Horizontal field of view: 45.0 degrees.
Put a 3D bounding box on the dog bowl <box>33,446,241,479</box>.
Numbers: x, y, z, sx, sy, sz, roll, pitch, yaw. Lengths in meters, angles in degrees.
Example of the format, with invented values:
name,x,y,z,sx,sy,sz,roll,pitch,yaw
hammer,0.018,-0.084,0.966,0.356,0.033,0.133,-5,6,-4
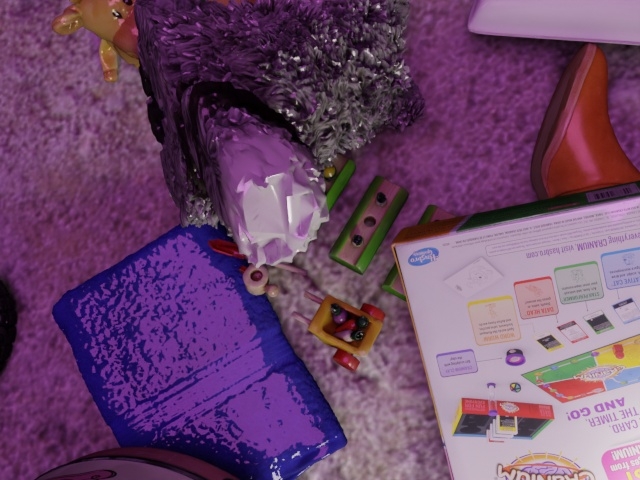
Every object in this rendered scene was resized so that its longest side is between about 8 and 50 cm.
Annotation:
name,x,y,z,sx,sy,sz,roll,pitch,yaw
dog bowl,-0.177,0.387,0.765,0.408,0.150,0.407,5,110,13

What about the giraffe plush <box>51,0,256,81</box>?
name,x,y,z,sx,sy,sz,roll,pitch,yaw
giraffe plush,-0.187,-0.244,0.840,0.210,0.170,0.181,20,91,10

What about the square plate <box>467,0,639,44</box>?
name,x,y,z,sx,sy,sz,roll,pitch,yaw
square plate,0.341,-0.350,0.737,0.344,0.049,0.347,15,82,32

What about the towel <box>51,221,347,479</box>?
name,x,y,z,sx,sy,sz,roll,pitch,yaw
towel,-0.138,0.150,0.868,0.228,0.076,0.308,-30,82,0

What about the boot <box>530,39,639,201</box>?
name,x,y,z,sx,sy,sz,roll,pitch,yaw
boot,0.320,-0.038,0.787,0.211,0.104,0.295,14,95,5

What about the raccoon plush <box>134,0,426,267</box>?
name,x,y,z,sx,sy,sz,roll,pitch,yaw
raccoon plush,0.017,-0.104,0.693,0.299,0.446,0.216,-13,129,-16

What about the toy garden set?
name,x,y,z,sx,sy,sz,roll,pitch,yaw
toy garden set,0.000,0.000,0.825,0.244,0.049,0.203,29,73,10

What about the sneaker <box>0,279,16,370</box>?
name,x,y,z,sx,sy,sz,roll,pitch,yaw
sneaker,-0.457,0.164,0.905,0.130,0.109,0.286,19,89,16

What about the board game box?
name,x,y,z,sx,sy,sz,roll,pitch,yaw
board game box,0.224,0.121,0.747,0.242,0.064,0.316,-11,101,18
